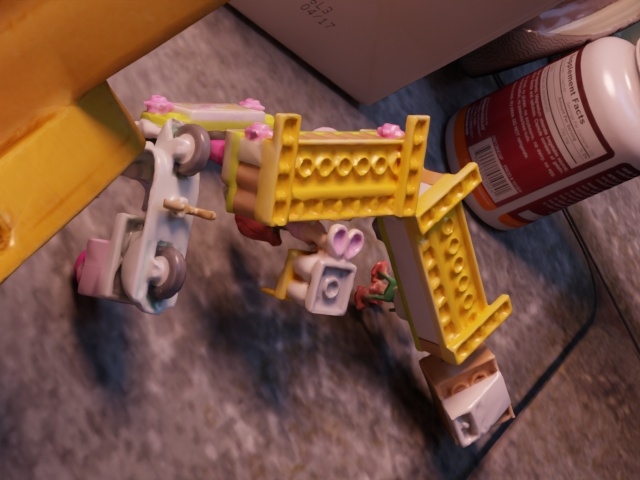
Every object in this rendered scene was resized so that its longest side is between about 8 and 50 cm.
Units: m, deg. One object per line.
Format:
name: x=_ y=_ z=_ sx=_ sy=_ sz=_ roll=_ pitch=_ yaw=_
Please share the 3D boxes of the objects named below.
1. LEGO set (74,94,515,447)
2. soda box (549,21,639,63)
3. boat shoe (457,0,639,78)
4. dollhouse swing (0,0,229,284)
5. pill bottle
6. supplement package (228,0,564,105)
LEGO set: x=0.000 y=0.000 z=0.656 sx=0.287 sy=0.107 sz=0.132 roll=28 pitch=83 yaw=-48
soda box: x=0.252 y=-0.108 z=1.064 sx=0.181 sy=0.058 sz=0.061 roll=40 pitch=41 yaw=-31
boat shoe: x=0.179 y=-0.224 z=0.946 sx=0.355 sy=0.132 sz=0.130 roll=-43 pitch=110 yaw=-45
dollhouse swing: x=-0.161 y=-0.131 z=0.307 sx=0.347 sy=0.305 sz=0.315 roll=57 pitch=35 yaw=-14
pill bottle: x=0.158 y=-0.070 z=0.830 sx=0.086 sy=0.152 sz=0.086 roll=31 pitch=47 yaw=-40
supplement package: x=0.037 y=-0.262 z=0.766 sx=0.177 sy=0.175 sz=0.293 roll=32 pitch=46 yaw=-38
